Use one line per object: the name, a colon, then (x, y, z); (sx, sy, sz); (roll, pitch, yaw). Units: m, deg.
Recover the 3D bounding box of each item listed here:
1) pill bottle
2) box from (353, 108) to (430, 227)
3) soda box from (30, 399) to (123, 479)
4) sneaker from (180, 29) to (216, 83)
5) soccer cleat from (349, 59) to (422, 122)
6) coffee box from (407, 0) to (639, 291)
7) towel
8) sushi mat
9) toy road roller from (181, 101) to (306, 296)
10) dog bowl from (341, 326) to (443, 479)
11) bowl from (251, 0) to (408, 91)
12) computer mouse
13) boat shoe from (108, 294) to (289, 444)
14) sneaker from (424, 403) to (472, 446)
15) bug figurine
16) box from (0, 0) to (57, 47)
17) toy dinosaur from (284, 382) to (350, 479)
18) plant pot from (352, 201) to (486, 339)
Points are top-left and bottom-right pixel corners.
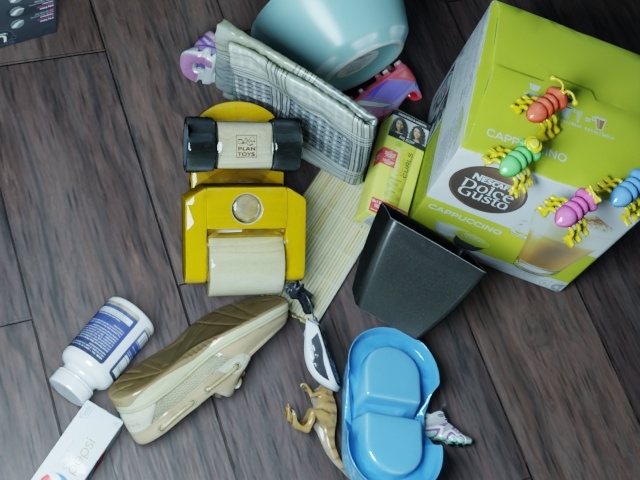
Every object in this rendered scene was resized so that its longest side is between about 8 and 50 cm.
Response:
pill bottle: (-0.355, 0.181, 1.590); (0.094, 0.094, 0.169); (35, 61, 4)
box: (0.137, -0.129, 1.863); (0.087, 0.058, 0.232); (25, 64, -14)
soda box: (-0.391, 0.357, 1.507); (0.069, 0.074, 0.216); (32, 62, 2)
sneaker: (-0.146, -0.338, 1.900); (0.236, 0.095, 0.105); (21, 54, -3)
soccer cleat: (0.098, -0.257, 1.932); (0.248, 0.083, 0.095); (-41, 101, -24)
coffee box: (0.382, -0.165, 1.813); (0.337, 0.334, 0.338); (19, 62, -5)
towel: (-0.053, -0.227, 1.730); (0.324, 0.312, 0.056); (33, 77, 6)
sushi mat: (0.000, 0.000, 1.813); (0.151, 0.019, 0.317); (32, 61, 1)
toy road roller: (-0.145, -0.078, 1.732); (0.202, 0.240, 0.330); (-1, 97, -13)
dog bowl: (0.112, 0.292, 1.648); (0.165, 0.074, 0.297); (12, 54, -14)
bowl: (0.042, -0.390, 1.858); (0.311, 0.311, 0.163); (-26, 82, -24)
computer mouse: (-0.014, 0.168, 1.663); (0.042, 0.106, 0.193); (-19, 70, 5)
boat shoe: (-0.185, 0.204, 1.626); (0.341, 0.121, 0.110); (-32, 112, -25)
sneaker: (0.218, 0.317, 1.706); (0.098, 0.038, 0.069); (13, 63, -9)
bug figurine: (0.397, -0.122, 1.570); (0.216, 0.072, 0.279); (-41, 81, -24)
box: (-0.566, -0.493, 1.757); (0.143, 0.270, 0.165); (-23, 72, -23)
toy dinosaur: (0.003, 0.302, 1.644); (0.112, 0.064, 0.212); (0, 65, -16)
plant pot: (0.151, 0.061, 1.714); (0.188, 0.187, 0.167); (31, 98, -7)
